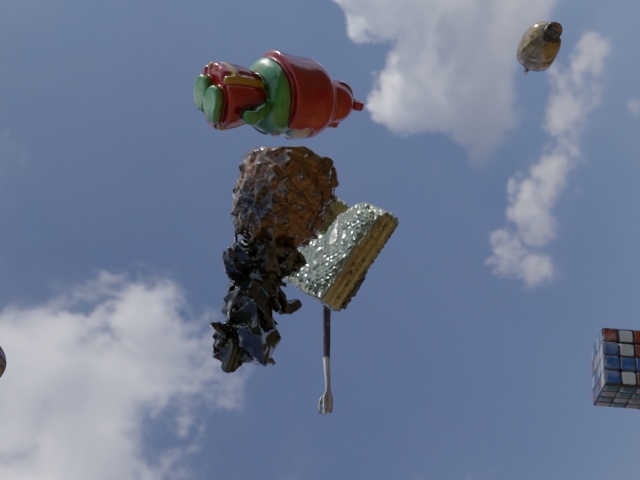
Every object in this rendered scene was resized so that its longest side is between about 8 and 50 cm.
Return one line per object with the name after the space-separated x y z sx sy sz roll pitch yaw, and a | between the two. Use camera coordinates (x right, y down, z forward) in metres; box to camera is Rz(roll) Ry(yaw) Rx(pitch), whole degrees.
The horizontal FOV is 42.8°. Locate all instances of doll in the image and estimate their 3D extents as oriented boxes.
-0.063 -0.281 1.584 0.363 0.182 0.160 1 -63 -37 | doll

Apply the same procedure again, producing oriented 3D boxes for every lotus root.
0.365 -0.324 1.374 0.063 0.072 0.152 -20 -15 -8 | lotus root

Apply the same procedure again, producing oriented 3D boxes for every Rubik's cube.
0.457 0.191 1.210 0.092 0.092 0.092 79 -163 -59 | Rubik's cube

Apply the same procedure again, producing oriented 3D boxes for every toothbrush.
0.012 0.222 1.672 0.024 0.026 0.288 24 -131 -30 | toothbrush

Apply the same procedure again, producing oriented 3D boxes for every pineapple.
-0.056 0.021 0.839 0.119 0.111 0.237 17 -96 -50 | pineapple

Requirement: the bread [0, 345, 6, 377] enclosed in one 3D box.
-0.546 0.183 1.300 0.076 0.070 0.083 -27 -59 2 | bread

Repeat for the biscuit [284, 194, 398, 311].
0.000 0.000 1.120 0.046 0.250 0.147 38 -95 -28 | biscuit
